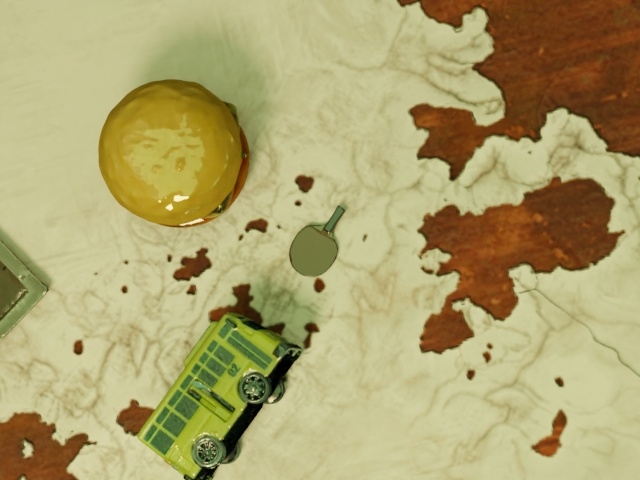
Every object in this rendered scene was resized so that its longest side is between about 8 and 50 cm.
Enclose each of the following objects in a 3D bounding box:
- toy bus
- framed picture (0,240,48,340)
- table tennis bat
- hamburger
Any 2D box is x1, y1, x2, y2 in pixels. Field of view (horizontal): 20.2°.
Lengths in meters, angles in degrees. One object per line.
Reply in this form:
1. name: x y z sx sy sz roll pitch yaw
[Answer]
1. toy bus: -0.104 0.160 1.864 0.101 0.088 0.175 36 92 13
2. framed picture: -0.471 0.081 1.970 0.231 0.018 0.293 45 93 11
3. table tennis bat: 0.000 0.000 1.902 0.050 0.007 0.083 34 93 12
4. hamburger: -0.152 -0.091 1.882 0.162 0.115 0.162 -1 85 7
